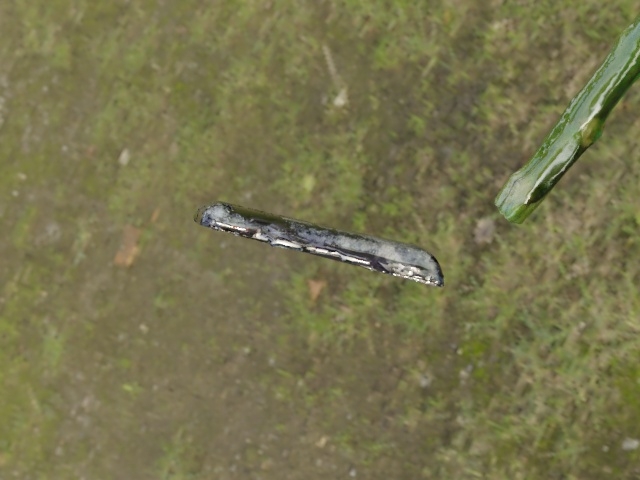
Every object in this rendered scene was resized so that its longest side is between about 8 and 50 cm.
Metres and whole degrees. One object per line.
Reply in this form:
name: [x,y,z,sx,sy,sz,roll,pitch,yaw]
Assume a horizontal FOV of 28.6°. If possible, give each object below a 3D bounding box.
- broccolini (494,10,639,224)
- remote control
broccolini: [0.153,-0.103,0.522,0.254,0.071,0.057,-59,-9,22]
remote control: [0.000,0.000,0.475,0.039,0.096,0.014,-157,81,-79]
